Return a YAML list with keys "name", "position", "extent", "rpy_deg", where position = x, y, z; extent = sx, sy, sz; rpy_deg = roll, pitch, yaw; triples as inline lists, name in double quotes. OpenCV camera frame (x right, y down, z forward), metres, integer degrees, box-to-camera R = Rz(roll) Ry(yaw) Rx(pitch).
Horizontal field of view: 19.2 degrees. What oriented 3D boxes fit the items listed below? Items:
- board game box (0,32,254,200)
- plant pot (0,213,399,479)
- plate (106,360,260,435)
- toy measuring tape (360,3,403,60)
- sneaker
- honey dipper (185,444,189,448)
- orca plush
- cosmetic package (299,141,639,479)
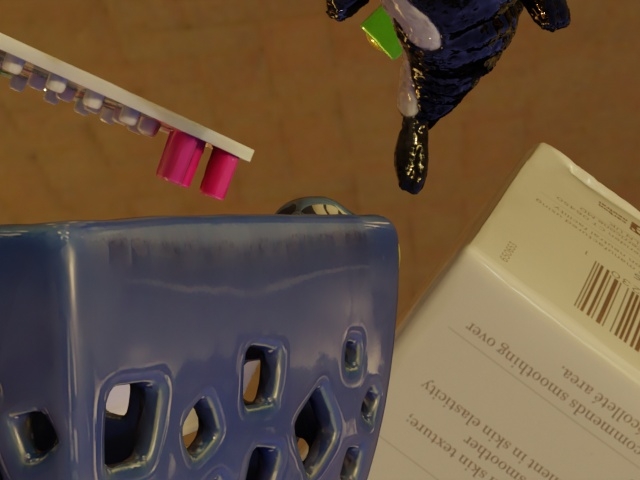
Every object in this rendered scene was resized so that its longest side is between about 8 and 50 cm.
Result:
- name: "board game box"
  position: [-0.305, -0.145, 1.415]
  extent: [0.390, 0.050, 0.390]
  rpy_deg: [20, 178, 42]
- name: "plant pot"
  position: [-0.116, 0.100, 0.768]
  extent: [0.236, 0.212, 0.236]
  rpy_deg: [-3, 179, 31]
- name: "plate"
  position: [-0.164, 0.105, 1.504]
  extent: [0.278, 0.045, 0.277]
  rpy_deg: [-19, 155, -29]
- name: "toy measuring tape"
  position: [0.142, -0.254, 1.557]
  extent: [0.121, 0.121, 0.330]
  rpy_deg: [4, 153, -33]
- name: "sneaker"
  position: [0.000, 0.000, 1.518]
  extent: [0.059, 0.053, 0.144]
  rpy_deg: [-15, -159, -36]
- name: "honey dipper"
  position: [-0.014, 0.155, 1.116]
  extent: [0.161, 0.030, 0.030]
  rpy_deg: [20, 168, 11]
- name: "orca plush"
  position: [0.083, -0.129, 1.046]
  extent: [0.151, 0.102, 0.287]
  rpy_deg: [-32, 148, -36]
- name: "cosmetic package"
  position: [0.176, 0.192, 1.606]
  extent: [0.393, 0.329, 0.327]
  rpy_deg: [-54, 178, 24]
